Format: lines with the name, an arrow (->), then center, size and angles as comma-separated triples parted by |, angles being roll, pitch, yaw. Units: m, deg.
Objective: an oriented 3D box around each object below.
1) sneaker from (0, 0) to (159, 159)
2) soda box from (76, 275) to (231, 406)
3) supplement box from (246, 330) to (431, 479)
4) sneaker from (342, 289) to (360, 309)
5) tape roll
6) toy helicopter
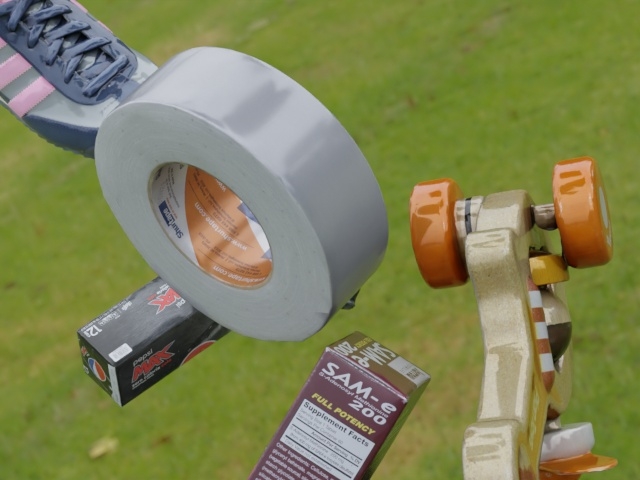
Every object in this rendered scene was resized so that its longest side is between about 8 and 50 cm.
sneaker -> -0.250, -0.177, 1.532 | 0.319, 0.131, 0.112 | 29, 63, 23
soda box -> -0.118, 0.063, 1.469 | 0.169, 0.060, 0.053 | -34, 56, -25
supplement box -> -0.016, 0.188, 1.276 | 0.239, 0.073, 0.130 | -59, -8, 7
sneaker -> 0.000, 0.000, 1.605 | 0.077, 0.178, 0.072 | 12, 59, 20
tape roll -> -0.059, -0.030, 1.283 | 0.219, 0.219, 0.072 | 3, 38, 46
toy helicopter -> 0.141, 0.108, 1.250 | 0.140, 0.235, 0.355 | -8, 25, 15
